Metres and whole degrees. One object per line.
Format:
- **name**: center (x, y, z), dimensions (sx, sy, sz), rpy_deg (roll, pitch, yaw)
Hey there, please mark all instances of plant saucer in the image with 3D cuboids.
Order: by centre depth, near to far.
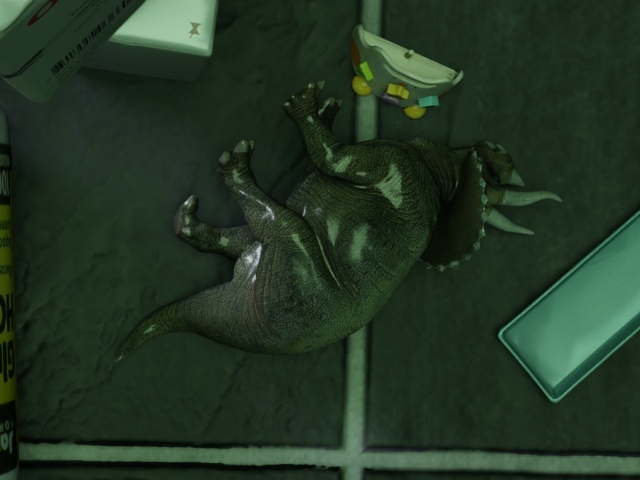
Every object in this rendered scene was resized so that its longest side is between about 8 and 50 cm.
- **plant saucer**: center (0.216, 0.030, 1.121), dimensions (0.192, 0.018, 0.067), rpy_deg (-40, 95, -4)

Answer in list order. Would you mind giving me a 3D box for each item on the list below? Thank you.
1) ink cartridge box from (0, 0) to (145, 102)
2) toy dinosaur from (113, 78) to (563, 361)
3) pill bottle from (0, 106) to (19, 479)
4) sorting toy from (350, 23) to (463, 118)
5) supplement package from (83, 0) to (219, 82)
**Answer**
- **ink cartridge box**: center (-0.117, -0.188, 0.758), dimensions (0.121, 0.289, 0.211), rpy_deg (44, 86, -5)
- **toy dinosaur**: center (0.000, 0.000, 1.044), dimensions (0.313, 0.121, 0.160), rpy_deg (-37, 82, -9)
- **pill bottle**: center (-0.283, 0.080, 0.974), dimensions (0.188, 0.188, 0.334), rpy_deg (-2, 91, -7)
- **sorting toy**: center (0.058, -0.115, 1.070), dimensions (0.083, 0.075, 0.045), rpy_deg (23, 88, -6)
- **supplement package**: center (-0.118, -0.165, 0.995), dimensions (0.105, 0.179, 0.105), rpy_deg (9, 90, -8)
